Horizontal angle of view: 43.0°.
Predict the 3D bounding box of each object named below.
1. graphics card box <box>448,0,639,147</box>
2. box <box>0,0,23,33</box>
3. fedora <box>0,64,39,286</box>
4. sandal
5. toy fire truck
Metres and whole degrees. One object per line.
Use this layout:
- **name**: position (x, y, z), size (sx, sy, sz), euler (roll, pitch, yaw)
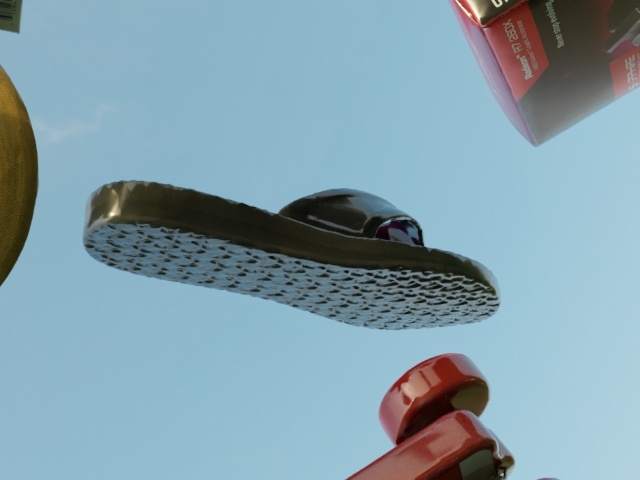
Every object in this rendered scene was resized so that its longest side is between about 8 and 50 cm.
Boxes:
- **graphics card box**: position (0.288, -0.239, 0.637), size (0.370, 0.094, 0.233), euler (-32, -27, 12)
- **box**: position (-0.356, -0.297, 0.848), size (0.072, 0.137, 0.126), euler (1, -67, -34)
- **fedora**: position (-0.232, -0.033, 0.480), size (0.195, 0.194, 0.079), euler (-70, -16, 8)
- **sandal**: position (0.000, -0.001, 0.794), size (0.445, 0.167, 0.107), euler (16, -117, -27)
- **toy fire truck**: position (0.075, 0.260, 0.710), size (0.253, 0.169, 0.302), euler (-28, -38, -7)
